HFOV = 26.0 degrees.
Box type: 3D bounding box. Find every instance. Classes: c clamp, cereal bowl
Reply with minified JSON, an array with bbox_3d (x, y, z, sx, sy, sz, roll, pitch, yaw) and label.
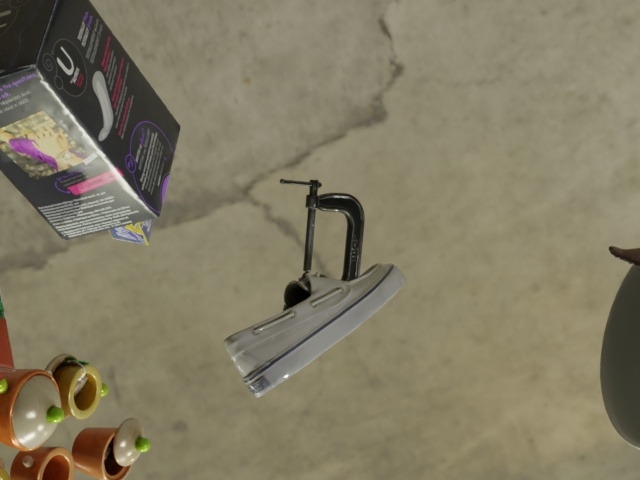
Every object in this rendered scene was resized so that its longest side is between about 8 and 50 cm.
[{"bbox_3d":[0.000,0.000,1.742,0.137,0.022,0.160,-5,98,-40],"label":"c clamp"},{"bbox_3d":[0.551,0.151,1.981,0.141,0.339,0.339,15,132,-20],"label":"cereal bowl"}]

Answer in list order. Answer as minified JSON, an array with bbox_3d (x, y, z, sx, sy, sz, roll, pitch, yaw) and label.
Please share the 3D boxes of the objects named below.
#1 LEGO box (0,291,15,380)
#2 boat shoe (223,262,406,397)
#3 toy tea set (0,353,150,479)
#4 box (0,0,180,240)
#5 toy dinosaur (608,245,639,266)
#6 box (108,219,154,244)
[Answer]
[{"bbox_3d":[-0.570,0.075,1.452,0.500,0.372,0.193,-35,148,31],"label":"LEGO box"},{"bbox_3d":[-0.006,0.082,1.621,0.267,0.088,0.096,-35,179,-35],"label":"boat shoe"},{"bbox_3d":[-0.311,0.242,1.699,0.124,0.200,0.336,6,-175,27],"label":"toy tea set"},{"bbox_3d":[-0.299,-0.151,1.627,0.143,0.165,0.270,-12,137,22],"label":"box"},{"bbox_3d":[0.436,0.067,1.362,0.296,0.200,0.127,7,173,-13],"label":"toy dinosaur"},{"bbox_3d":[-0.278,-0.045,1.993,0.059,0.054,0.169,11,164,3],"label":"box"}]
